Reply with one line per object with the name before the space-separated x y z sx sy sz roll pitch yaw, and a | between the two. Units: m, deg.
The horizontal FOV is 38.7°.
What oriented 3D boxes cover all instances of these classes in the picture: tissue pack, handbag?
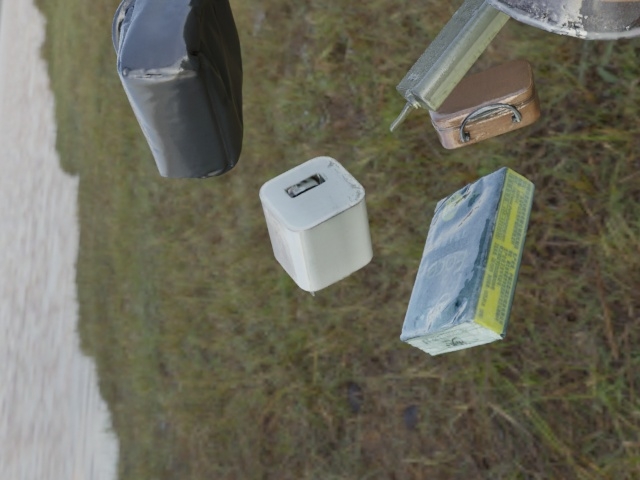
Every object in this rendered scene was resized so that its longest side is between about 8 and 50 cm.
tissue pack | 0.225 0.036 1.371 0.185 0.081 0.257 -30 38 59
handbag | -0.226 -0.280 1.434 0.302 0.178 0.274 79 -173 -62
handbag | 0.286 -0.237 1.601 0.151 0.194 0.072 -84 -25 -53

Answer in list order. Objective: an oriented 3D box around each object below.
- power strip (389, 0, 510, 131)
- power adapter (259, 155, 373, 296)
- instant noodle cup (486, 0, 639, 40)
power strip | 0.161 -0.227 1.009 0.268 0.034 0.092 -51 17 3
power adapter | 0.000 0.000 1.351 0.125 0.130 0.204 48 158 39
instant noodle cup | 0.233 -0.308 0.745 0.207 0.218 0.217 98 164 -49
